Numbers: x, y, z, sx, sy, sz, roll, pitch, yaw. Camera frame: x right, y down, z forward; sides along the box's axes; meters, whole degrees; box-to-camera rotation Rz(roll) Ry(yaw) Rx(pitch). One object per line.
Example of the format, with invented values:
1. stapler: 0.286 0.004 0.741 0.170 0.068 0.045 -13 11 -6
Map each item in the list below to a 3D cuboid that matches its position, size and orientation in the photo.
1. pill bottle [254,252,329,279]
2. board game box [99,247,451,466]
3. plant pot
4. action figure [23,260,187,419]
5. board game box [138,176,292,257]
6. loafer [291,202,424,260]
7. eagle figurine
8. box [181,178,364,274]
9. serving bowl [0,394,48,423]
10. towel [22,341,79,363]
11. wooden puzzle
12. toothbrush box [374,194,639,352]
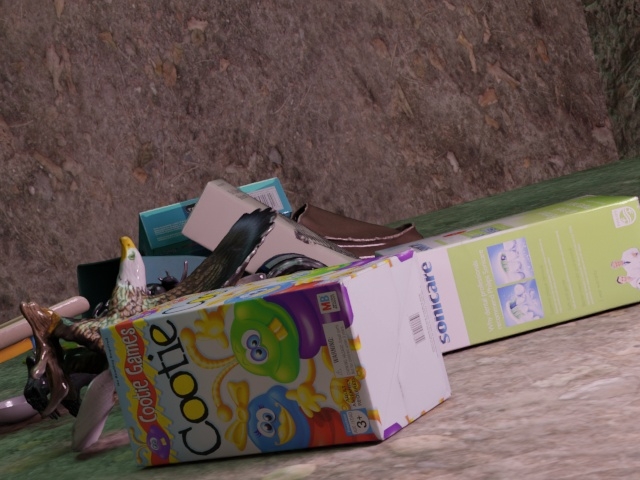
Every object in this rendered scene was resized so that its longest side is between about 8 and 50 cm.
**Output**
1. pill bottle: -0.033 0.082 1.826 0.122 0.123 0.219 -15 4 -6
2. board game box: -0.044 0.112 1.214 0.275 0.144 0.142 -13 4 33
3. plant pot: -0.224 0.105 2.003 0.234 0.166 0.165 -4 -3 -35
4. action figure: -0.253 0.140 1.703 0.164 0.141 0.275 -14 18 46
5. board game box: -0.199 0.033 2.364 0.253 0.079 0.336 -15 -26 -17
6. loafer: 0.000 0.000 2.185 0.365 0.130 0.134 -7 2 -12
7. eagle figurine: -0.174 0.091 1.458 0.298 0.225 0.226 -9 12 -5
8. box: -0.067 0.013 2.008 0.275 0.094 0.113 30 8 2
9. serving bowl: -0.406 0.229 1.766 0.083 0.027 0.083 -14 3 1
10. towel: -0.466 0.206 2.435 0.102 0.021 0.237 -16 3 -35
11. wooden puzzle: -0.441 0.143 1.768 0.221 0.044 0.238 -25 4 -29
12. toothbrush box: 0.222 0.037 1.533 0.283 0.122 0.206 -16 3 -3
